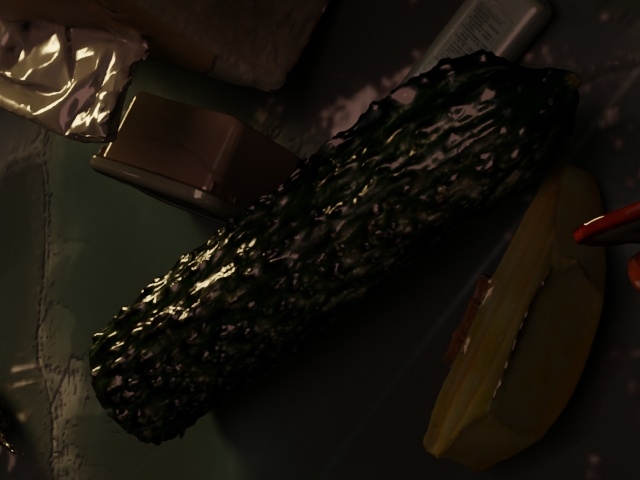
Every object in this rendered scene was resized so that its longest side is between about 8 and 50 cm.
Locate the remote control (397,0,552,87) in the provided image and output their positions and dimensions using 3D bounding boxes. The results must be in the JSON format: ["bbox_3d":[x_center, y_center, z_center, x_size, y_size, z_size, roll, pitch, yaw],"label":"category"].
[{"bbox_3d":[0.082,-0.102,0.681,0.124,0.018,0.053,-52,56,21],"label":"remote control"}]

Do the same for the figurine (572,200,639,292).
[{"bbox_3d":[0.238,0.072,0.456,0.183,0.160,0.226,-24,77,35],"label":"figurine"}]

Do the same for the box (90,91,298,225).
[{"bbox_3d":[-0.078,-0.050,0.761,0.122,0.089,0.062,20,86,39],"label":"box"}]

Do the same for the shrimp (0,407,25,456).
[{"bbox_3d":[-0.283,0.135,0.915,0.165,0.056,0.065,32,87,48],"label":"shrimp"}]

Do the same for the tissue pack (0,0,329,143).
[{"bbox_3d":[-0.175,-0.192,0.759,0.305,0.238,0.239,25,99,38],"label":"tissue pack"}]

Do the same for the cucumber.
[{"bbox_3d":[0.000,0.000,0.671,0.359,0.096,0.096,-39,61,31],"label":"cucumber"}]

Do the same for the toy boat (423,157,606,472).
[{"bbox_3d":[0.106,0.042,0.613,0.066,0.065,0.172,32,99,61],"label":"toy boat"}]
